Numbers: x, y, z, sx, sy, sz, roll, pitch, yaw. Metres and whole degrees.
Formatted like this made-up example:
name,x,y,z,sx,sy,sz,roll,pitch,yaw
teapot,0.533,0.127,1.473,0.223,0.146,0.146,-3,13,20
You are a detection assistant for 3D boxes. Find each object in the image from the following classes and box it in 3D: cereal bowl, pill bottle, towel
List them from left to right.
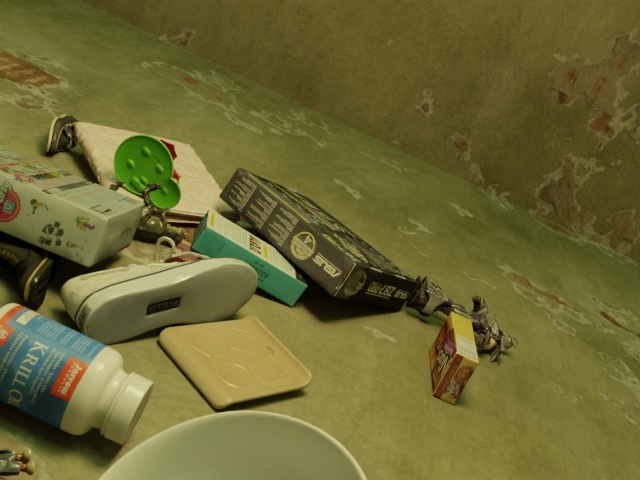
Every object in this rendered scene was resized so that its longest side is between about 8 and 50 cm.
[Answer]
name,x,y,z,sx,sy,sz,roll,pitch,yaw
pill bottle,-0.341,0.182,1.045,0.221,0.124,0.124,24,21,0
towel,-0.384,-0.147,1.830,0.317,0.053,0.332,7,34,-42
cereal bowl,-0.095,0.349,0.810,0.339,0.141,0.339,-8,37,6

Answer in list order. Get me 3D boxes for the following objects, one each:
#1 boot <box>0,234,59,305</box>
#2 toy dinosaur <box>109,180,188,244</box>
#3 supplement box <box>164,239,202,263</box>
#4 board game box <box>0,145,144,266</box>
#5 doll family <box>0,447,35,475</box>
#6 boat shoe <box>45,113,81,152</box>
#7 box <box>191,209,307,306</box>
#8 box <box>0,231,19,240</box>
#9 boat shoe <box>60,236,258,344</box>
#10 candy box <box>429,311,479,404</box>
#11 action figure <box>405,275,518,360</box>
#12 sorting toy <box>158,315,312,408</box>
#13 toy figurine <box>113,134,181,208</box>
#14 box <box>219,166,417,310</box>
name,x,y,z,sx,sy,sz,roll,pitch,yaw
boot,-0.507,0.043,1.277,0.137,0.077,0.198,15,10,-14
toy dinosaur,-0.380,-0.061,1.601,0.268,0.064,0.118,10,70,-33
supplement box,-0.272,0.039,1.568,0.055,0.043,0.083,27,20,2
board game box,-0.494,-0.069,1.388,0.303,0.097,0.224,23,9,0
doll family,-0.360,0.298,0.827,0.111,0.076,0.193,14,26,-38
boat shoe,-0.596,-0.249,1.842,0.065,0.075,0.206,17,18,-13
box,-0.145,0.036,1.627,0.244,0.060,0.100,32,17,-16
box,-0.611,-0.038,1.393,0.162,0.029,0.116,16,22,-20
boat shoe,-0.285,0.076,1.374,0.367,0.136,0.156,-13,39,-44
candy box,0.272,0.238,1.615,0.053,0.109,0.186,24,22,-2
action figure,0.344,0.182,1.849,0.285,0.099,0.185,28,12,-4
sorting toy,-0.145,0.206,1.338,0.208,0.038,0.193,-6,37,-46
toy figurine,-0.350,-0.160,1.727,0.173,0.130,0.159,52,14,-7
box,0.000,0.000,1.797,0.395,0.097,0.318,39,9,30
